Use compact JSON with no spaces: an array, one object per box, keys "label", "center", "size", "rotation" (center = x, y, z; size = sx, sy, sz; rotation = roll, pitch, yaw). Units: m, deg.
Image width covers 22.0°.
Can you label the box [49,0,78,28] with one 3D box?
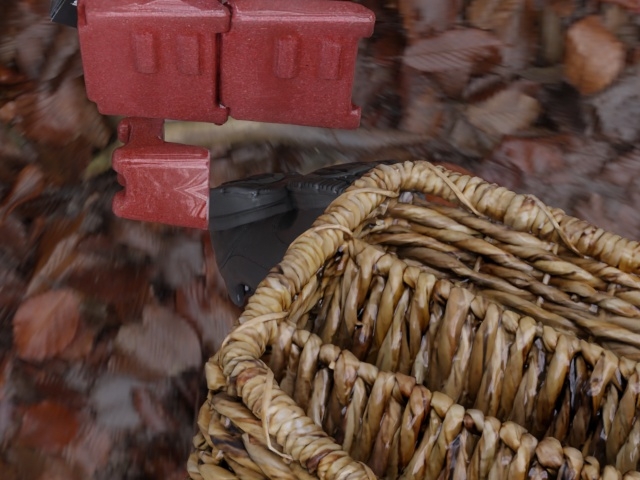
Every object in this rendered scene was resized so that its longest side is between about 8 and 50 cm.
[{"label":"box","center":[-0.131,-0.248,1.314],"size":[0.147,0.077,0.180],"rotation":[12,59,-26]}]

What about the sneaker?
[{"label":"sneaker","center":[0.000,0.000,1.431],"size":[0.109,0.286,0.130],"rotation":[-13,95,-32]}]

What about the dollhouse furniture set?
[{"label":"dollhouse furniture set","center":[-0.056,-0.128,1.026],"size":[0.152,0.374,0.201],"rotation":[3,67,-3]}]

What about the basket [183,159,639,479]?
[{"label":"basket","center":[0.095,0.102,0.814],"size":[0.299,0.213,0.223],"rotation":[24,102,20]}]
